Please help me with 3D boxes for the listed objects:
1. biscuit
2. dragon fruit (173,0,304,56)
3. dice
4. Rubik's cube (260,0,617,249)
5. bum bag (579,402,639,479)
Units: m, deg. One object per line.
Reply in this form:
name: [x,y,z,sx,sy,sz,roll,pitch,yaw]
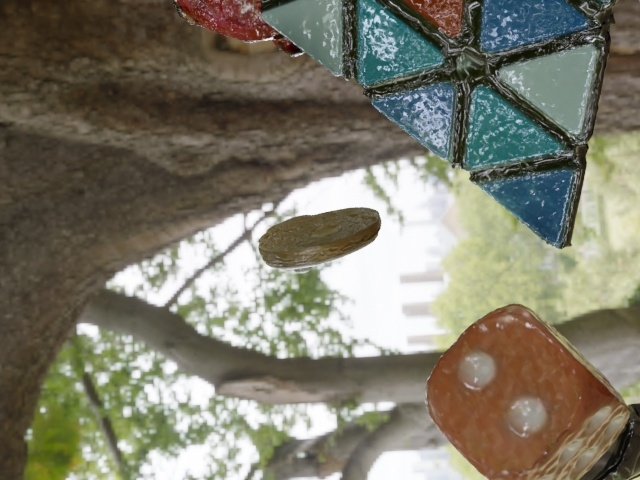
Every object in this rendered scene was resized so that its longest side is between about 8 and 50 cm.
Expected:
biscuit: [0.000,0.000,1.558,0.181,0.208,0.049,-62,-40,-64]
dragon fruit: [-0.042,-0.440,1.265,0.249,0.386,0.371,-16,-50,-66]
dice: [0.243,0.196,1.147,0.179,0.175,0.174,50,-169,36]
Rubik's cube: [0.156,-0.207,0.678,0.234,0.284,0.250,-55,0,-39]
bum bag: [0.448,0.281,1.367,0.095,0.340,0.144,42,127,39]
